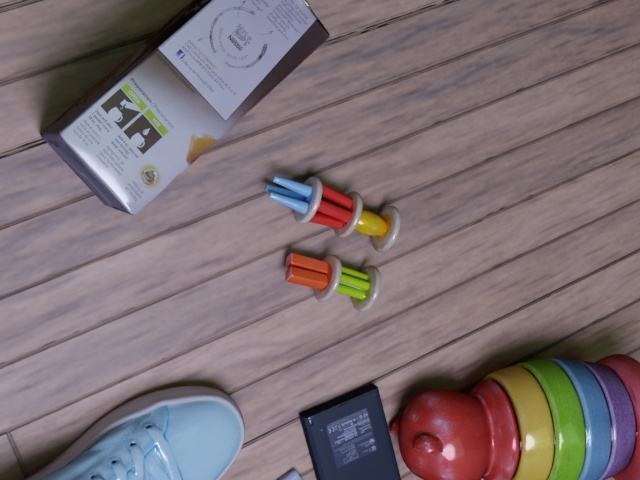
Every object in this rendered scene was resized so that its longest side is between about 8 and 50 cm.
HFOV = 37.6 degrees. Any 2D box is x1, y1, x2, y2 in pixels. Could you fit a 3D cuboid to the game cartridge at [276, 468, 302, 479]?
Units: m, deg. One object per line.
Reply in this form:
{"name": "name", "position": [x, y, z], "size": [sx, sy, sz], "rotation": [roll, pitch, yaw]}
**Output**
{"name": "game cartridge", "position": [-0.031, 0.301, 1.040], "size": [0.056, 0.017, 0.083], "rotation": [-34, 109, -13]}

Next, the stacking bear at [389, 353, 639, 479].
{"name": "stacking bear", "position": [0.228, 0.220, 1.073], "size": [0.289, 0.175, 0.164], "rotation": [-3, 100, -16]}

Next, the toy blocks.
{"name": "toy blocks", "position": [0.000, 0.000, 0.993], "size": [0.148, 0.054, 0.123], "rotation": [19, 88, -25]}

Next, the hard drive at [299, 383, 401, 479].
{"name": "hard drive", "position": [0.037, 0.241, 1.057], "size": [0.094, 0.022, 0.135], "rotation": [-19, 104, -21]}

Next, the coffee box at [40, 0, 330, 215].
{"name": "coffee box", "position": [-0.127, -0.144, 0.870], "size": [0.246, 0.141, 0.098], "rotation": [-44, 111, -12]}

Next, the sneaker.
{"name": "sneaker", "position": [-0.216, 0.268, 0.879], "size": [0.366, 0.150, 0.135], "rotation": [-31, 109, -18]}
